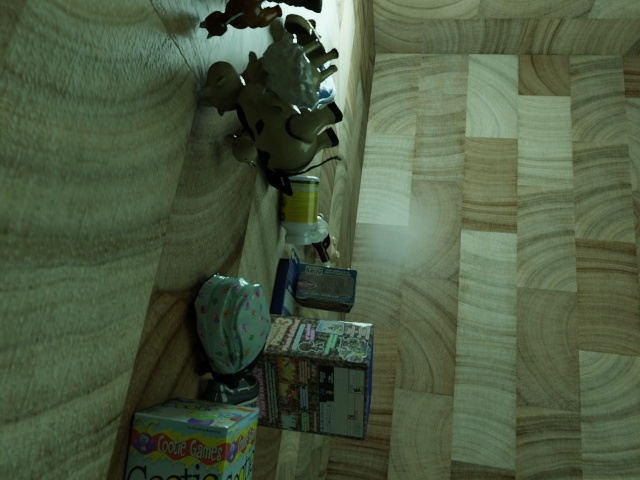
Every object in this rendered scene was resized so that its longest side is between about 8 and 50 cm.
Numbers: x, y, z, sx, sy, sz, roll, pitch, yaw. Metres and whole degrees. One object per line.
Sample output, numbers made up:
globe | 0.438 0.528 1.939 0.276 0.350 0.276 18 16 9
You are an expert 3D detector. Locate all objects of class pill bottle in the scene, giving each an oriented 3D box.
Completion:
pill bottle | -0.057 -0.084 1.328 0.103 0.103 0.184 -30 124 -77

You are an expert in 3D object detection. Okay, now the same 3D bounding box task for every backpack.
backpack | -0.155 0.144 0.865 0.152 0.115 0.182 -67 157 -53

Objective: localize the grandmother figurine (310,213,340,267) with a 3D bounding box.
grandmother figurine | 0.000 0.000 1.721 0.342 0.103 0.208 55 13 -70

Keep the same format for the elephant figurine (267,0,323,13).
elephant figurine | -0.048 -0.583 1.081 0.186 0.169 0.240 -44 164 -30

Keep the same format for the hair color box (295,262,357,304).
hair color box | 0.020 0.158 1.546 0.347 0.173 0.105 83 14 -77

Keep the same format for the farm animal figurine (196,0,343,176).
farm animal figurine | -0.102 -0.219 0.810 0.327 0.172 0.330 52 -16 32

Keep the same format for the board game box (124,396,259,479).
board game box | -0.189 0.385 0.697 0.142 0.144 0.276 41 53 -77

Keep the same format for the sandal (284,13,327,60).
sandal | -0.030 -0.564 1.311 0.240 0.088 0.079 15 85 -74

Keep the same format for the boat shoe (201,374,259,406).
boat shoe | -0.168 0.286 0.961 0.206 0.075 0.065 10 88 -75

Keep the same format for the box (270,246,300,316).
box | -0.098 0.143 1.384 0.136 0.036 0.226 71 26 -67

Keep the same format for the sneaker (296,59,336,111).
sneaker | -0.034 -0.406 1.250 0.330 0.129 0.147 -71 165 -53

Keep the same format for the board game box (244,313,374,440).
board game box | -0.028 0.313 1.134 0.141 0.290 0.232 -69 161 -60

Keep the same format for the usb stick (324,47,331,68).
usb stick | -0.006 -0.514 1.583 0.077 0.045 0.278 68 28 -53

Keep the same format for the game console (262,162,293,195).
game console | -0.098 -0.182 1.162 0.071 0.107 0.122 -50 155 -19

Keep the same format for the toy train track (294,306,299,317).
toy train track | -0.081 0.249 1.590 0.083 0.014 0.048 -81 163 -53
